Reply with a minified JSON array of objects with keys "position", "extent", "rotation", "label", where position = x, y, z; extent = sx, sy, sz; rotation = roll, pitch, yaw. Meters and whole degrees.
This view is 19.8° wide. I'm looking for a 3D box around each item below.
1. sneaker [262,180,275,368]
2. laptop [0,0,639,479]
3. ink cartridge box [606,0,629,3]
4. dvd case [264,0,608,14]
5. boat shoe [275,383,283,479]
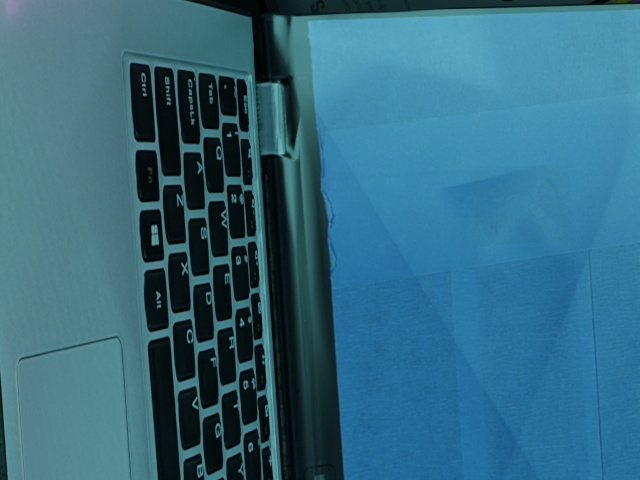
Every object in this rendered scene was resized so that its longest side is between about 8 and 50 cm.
[{"position":[0.000,0.000,0.842],"extent":[0.290,0.106,0.123],"rotation":[-13,64,-41],"label":"sneaker"},{"position":[0.069,0.094,0.659],"extent":[0.408,0.236,0.382],"rotation":[-7,93,-74],"label":"laptop"},{"position":[0.118,-0.216,0.966],"extent":[0.117,0.278,0.201],"rotation":[-34,97,-53],"label":"ink cartridge box"},{"position":[0.060,-0.176,0.908],"extent":[0.029,0.238,0.179],"rotation":[-17,84,-54],"label":"dvd case"},{"position":[-0.032,0.096,0.815],"extent":[0.049,0.042,0.133],"rotation":[-22,74,-43],"label":"boat shoe"}]
